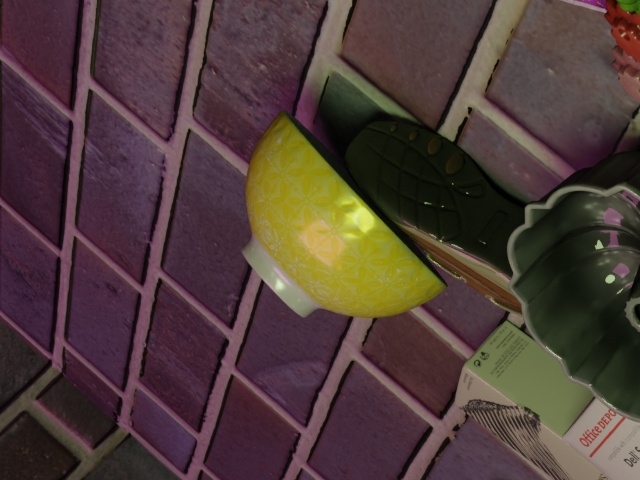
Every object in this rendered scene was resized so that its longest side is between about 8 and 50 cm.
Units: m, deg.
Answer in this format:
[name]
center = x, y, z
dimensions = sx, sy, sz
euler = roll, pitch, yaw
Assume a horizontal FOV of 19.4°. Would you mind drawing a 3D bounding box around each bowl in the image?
[bowl]
center = 0.000, 0.000, 2.235
dimensions = 0.289, 0.156, 0.289
euler = 46, -176, -4

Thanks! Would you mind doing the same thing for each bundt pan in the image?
[bundt pan]
center = 0.360, 0.043, 1.893
dimensions = 0.331, 0.124, 0.331
euler = 26, 141, 23

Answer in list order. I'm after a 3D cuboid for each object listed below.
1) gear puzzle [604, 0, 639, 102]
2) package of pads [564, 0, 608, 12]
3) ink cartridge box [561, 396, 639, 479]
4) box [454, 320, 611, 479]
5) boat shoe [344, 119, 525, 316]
[gear puzzle]
center = 0.310, -0.184, 1.657
dimensions = 0.175, 0.044, 0.339
euler = 40, 168, 29
[package of pads]
center = 0.246, -0.248, 1.773
dimensions = 0.083, 0.032, 0.050
euler = 24, 150, 38
[ink cartridge box]
center = 0.411, 0.222, 2.128
dimensions = 0.353, 0.119, 0.207
euler = 40, 155, 10
[box]
center = 0.305, 0.230, 2.331
dimensions = 0.275, 0.094, 0.113
euler = 36, 152, 20
[boat shoe]
center = 0.162, -0.009, 2.160
dimensions = 0.324, 0.122, 0.120
euler = 38, 157, 17
